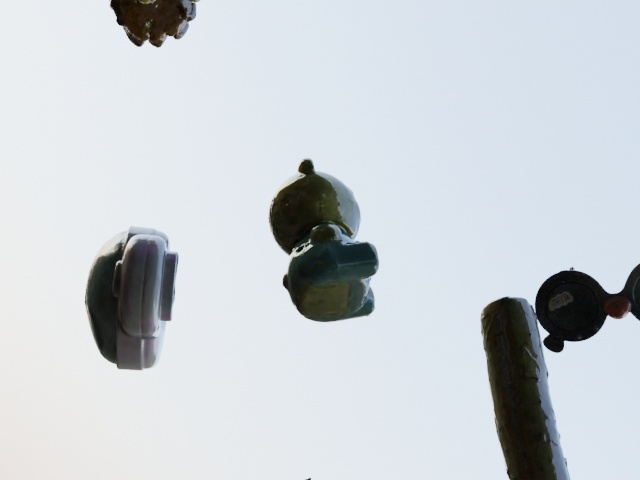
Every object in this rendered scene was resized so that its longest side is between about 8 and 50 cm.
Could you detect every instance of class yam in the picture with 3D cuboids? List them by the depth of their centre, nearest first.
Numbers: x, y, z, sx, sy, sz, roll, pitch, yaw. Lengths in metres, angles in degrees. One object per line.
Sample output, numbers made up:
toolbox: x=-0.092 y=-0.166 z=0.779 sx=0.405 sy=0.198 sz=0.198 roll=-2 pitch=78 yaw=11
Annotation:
yam: x=0.247 y=0.246 z=1.567 sx=0.083 sy=0.083 sz=0.371 roll=94 pitch=-12 yaw=-65

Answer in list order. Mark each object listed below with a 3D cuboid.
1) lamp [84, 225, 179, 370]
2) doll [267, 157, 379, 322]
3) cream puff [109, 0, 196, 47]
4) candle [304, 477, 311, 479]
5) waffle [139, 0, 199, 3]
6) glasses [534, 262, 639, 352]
lamp: x=-0.234 y=0.066 z=1.667 sx=0.246 sy=0.108 sz=0.179 roll=131 pitch=-39 yaw=-74
doll: x=0.000 y=0.000 z=2.321 sx=0.177 sy=0.161 sz=0.260 roll=90 pitch=-11 yaw=-52
cream puff: x=-0.206 y=-0.301 z=1.671 sx=0.116 sy=0.122 sz=0.094 roll=19 pitch=37 yaw=-37
candle: x=0.015 y=0.400 z=1.987 sx=0.167 sy=0.021 sz=0.026 roll=54 pitch=24 yaw=-41
waffle: x=-0.116 y=-0.365 z=1.531 sx=0.249 sy=0.253 sz=0.056 roll=-3 pitch=-39 yaw=35
glasses: x=0.444 y=0.083 z=1.970 sx=0.268 sy=0.234 sz=0.118 roll=-4 pitch=82 yaw=-71
